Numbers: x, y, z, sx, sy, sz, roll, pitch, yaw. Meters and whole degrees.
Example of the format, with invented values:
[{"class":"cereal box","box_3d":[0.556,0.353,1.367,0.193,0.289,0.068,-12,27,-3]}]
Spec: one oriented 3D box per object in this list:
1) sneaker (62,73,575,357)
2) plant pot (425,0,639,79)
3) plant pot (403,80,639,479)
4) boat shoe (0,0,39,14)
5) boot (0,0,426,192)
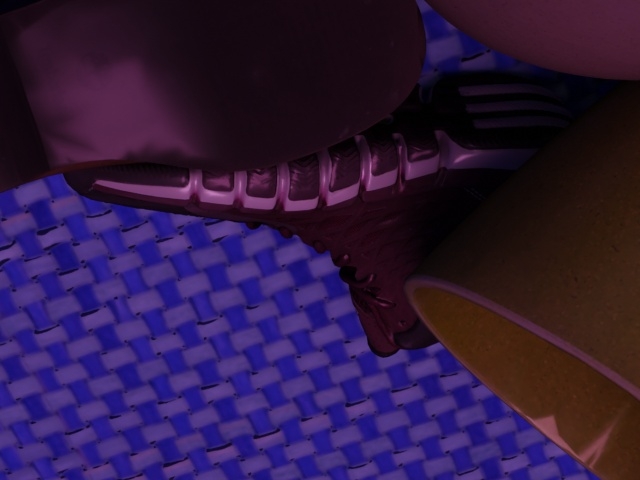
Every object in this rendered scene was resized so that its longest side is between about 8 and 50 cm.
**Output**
[{"class":"sneaker","box_3d":[0.000,0.000,0.929,0.281,0.106,0.163,-1,125,-3]},{"class":"plant pot","box_3d":[0.125,-0.184,0.750,0.284,0.284,0.191,19,154,-15]},{"class":"plant pot","box_3d":[0.236,-0.011,0.830,0.275,0.275,0.293,41,81,-24]},{"class":"boat shoe","box_3d":[-0.125,-0.158,0.840,0.206,0.075,0.065,-30,122,20]},{"class":"boot","box_3d":[-0.101,-0.082,0.828,0.305,0.115,0.112,-13,99,-15]}]
